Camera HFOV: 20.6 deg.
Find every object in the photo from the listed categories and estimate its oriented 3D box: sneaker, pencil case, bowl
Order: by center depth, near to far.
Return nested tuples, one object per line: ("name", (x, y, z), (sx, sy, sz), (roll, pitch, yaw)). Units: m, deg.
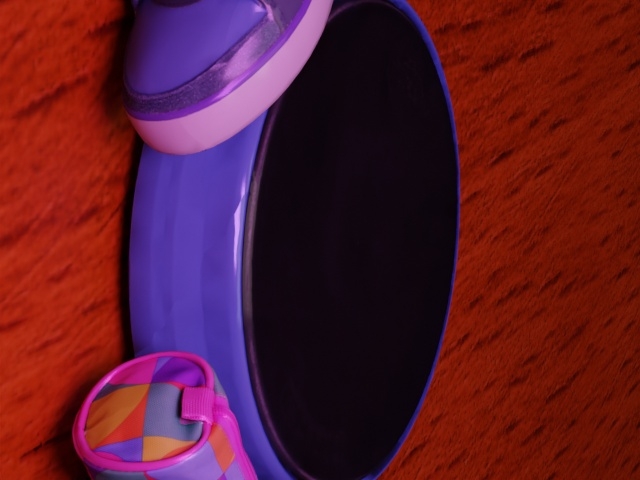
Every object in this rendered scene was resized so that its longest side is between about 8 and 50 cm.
("sneaker", (-0.076, -0.241, 1.024), (0.236, 0.130, 0.323), (50, 56, -42))
("pencil case", (-0.073, 0.176, 1.089), (0.104, 0.104, 0.236), (-61, 146, -36))
("bowl", (0.000, 0.000, 1.238), (0.391, 0.077, 0.391), (-21, 114, -61))

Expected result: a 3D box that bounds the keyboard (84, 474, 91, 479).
("keyboard", (-0.122, 0.218, 1.133), (0.108, 0.023, 0.180), (-55, 141, -52))
